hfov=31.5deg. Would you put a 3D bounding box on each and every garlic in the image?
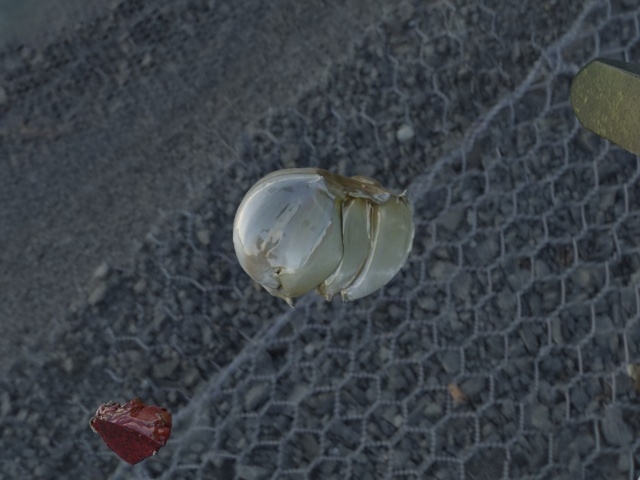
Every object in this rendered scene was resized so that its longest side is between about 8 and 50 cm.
[{"bbox_3d":[-0.015,-0.005,1.611,0.184,0.281,0.203,23,104,36],"label":"garlic"}]

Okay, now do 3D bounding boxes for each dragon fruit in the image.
[{"bbox_3d":[-0.281,0.269,1.700,0.106,0.162,0.083,34,63,-10],"label":"dragon fruit"}]

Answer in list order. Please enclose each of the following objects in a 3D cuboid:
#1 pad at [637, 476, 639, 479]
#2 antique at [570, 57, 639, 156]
[{"bbox_3d":[0.299,0.092,0.853,0.004,0.156,0.232,34,46,18],"label":"pad"},{"bbox_3d":[0.352,-0.151,1.273,0.080,0.221,0.081,6,106,-16],"label":"antique"}]
